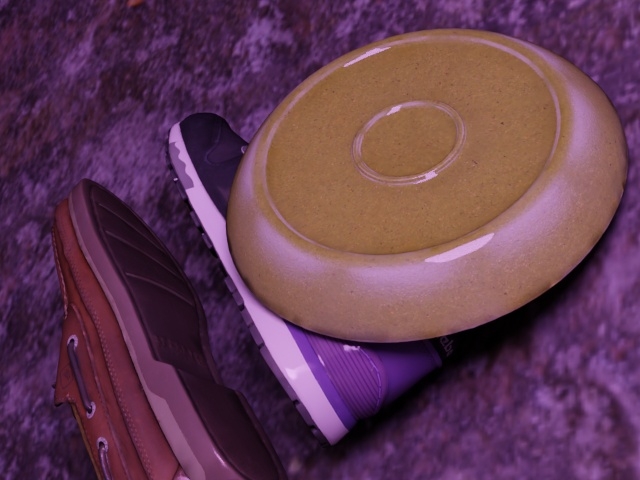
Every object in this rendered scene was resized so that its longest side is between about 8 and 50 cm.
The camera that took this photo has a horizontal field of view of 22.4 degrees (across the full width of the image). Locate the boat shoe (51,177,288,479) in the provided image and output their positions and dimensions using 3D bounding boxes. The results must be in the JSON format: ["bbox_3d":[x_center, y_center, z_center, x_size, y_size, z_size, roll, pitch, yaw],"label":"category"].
[{"bbox_3d":[-0.130,0.082,1.050,0.104,0.111,0.307,-43,44,14],"label":"boat shoe"}]

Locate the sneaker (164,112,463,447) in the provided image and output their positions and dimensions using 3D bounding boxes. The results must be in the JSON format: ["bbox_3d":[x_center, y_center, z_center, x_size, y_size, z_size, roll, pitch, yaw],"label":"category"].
[{"bbox_3d":[0.000,0.000,1.008,0.124,0.107,0.283,-31,45,0],"label":"sneaker"}]

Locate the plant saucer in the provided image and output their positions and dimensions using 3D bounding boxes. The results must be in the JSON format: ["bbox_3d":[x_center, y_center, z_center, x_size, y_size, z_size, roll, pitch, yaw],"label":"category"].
[{"bbox_3d":[0.055,-0.047,0.936,0.241,0.037,0.241,-11,46,11],"label":"plant saucer"}]
